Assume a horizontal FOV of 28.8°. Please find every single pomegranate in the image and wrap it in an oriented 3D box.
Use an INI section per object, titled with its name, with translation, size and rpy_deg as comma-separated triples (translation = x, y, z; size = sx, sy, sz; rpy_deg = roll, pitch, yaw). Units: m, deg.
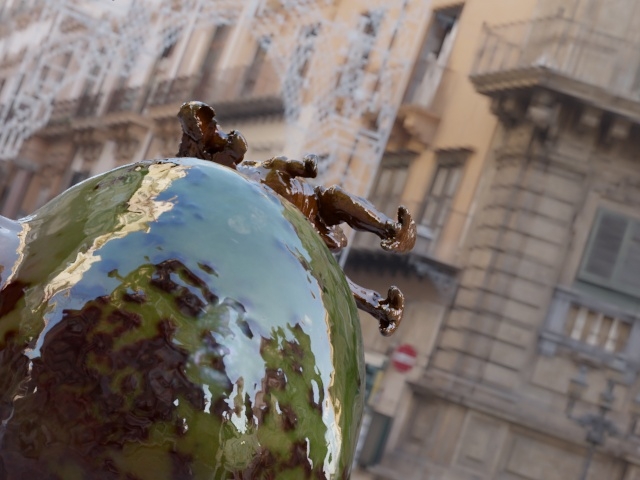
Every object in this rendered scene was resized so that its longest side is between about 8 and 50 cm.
[pomegranate]
translation = -0.099, 0.051, 0.484
size = 0.248, 0.214, 0.214
rpy_deg = 38, -15, -23

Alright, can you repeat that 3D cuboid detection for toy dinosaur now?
[toy dinosaur]
translation = 0.000, 0.000, 1.134
size = 0.208, 0.097, 0.432
rpy_deg = 28, -9, 23
